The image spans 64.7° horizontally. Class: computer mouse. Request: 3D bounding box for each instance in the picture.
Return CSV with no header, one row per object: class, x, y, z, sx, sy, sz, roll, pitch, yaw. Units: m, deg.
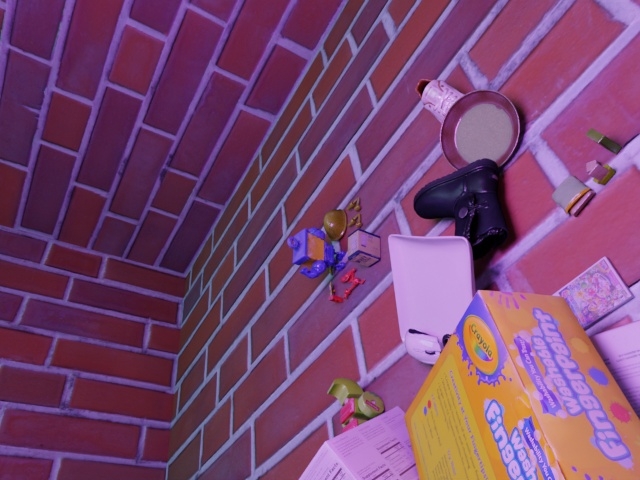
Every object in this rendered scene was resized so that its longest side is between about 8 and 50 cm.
computer mouse,0.239,0.246,1.121,0.193,0.042,0.106,4,105,63

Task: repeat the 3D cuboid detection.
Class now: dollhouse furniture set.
dollhouse furniture set,0.481,-0.124,0.936,0.152,0.058,0.076,-58,28,25

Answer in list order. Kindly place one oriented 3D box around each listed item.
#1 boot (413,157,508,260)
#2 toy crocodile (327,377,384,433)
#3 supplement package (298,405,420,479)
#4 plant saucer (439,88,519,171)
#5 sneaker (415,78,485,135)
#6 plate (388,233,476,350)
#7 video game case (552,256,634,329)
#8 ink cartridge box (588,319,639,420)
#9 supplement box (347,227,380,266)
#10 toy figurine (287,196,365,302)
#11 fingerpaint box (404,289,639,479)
boot,0.307,-0.049,1.150,0.246,0.094,0.207,-31,42,45
toy crocodile,0.101,0.483,1.230,0.115,0.105,0.341,-56,30,30
supplement package,0.084,0.469,0.971,0.145,0.261,0.204,42,113,31
plant saucer,0.376,-0.251,1.188,0.198,0.036,0.199,4,96,43
sneaker,0.330,-0.344,1.314,0.106,0.123,0.290,-59,31,21
plate,0.259,0.122,1.131,0.278,0.045,0.278,4,104,63
video game case,0.465,0.097,0.874,0.122,0.011,0.087,-52,32,36
ink cartridge box,0.485,0.260,0.660,0.324,0.071,0.330,-41,42,48
supplement box,0.130,0.022,1.507,0.056,0.083,0.083,-39,39,49
toy figurine,0.000,0.000,1.627,0.191,0.217,0.363,-40,40,47
fingerpaint box,0.298,0.360,0.731,0.445,0.163,0.371,-99,19,-49
